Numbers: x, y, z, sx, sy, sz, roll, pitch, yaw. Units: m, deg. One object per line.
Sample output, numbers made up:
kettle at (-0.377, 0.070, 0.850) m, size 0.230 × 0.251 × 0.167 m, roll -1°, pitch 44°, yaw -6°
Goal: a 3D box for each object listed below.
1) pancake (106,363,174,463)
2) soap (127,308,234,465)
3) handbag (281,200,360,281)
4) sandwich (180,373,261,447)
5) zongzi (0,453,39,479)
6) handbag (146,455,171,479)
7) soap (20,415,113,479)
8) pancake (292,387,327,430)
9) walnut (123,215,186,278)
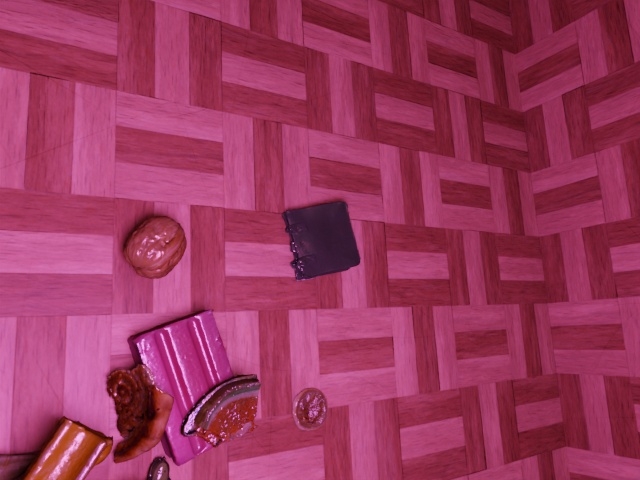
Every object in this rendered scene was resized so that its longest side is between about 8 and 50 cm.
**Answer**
pancake at (-0.461, 0.444, 1.278) m, size 0.056 × 0.213 × 0.257 m, roll -16°, pitch 97°, yaw -66°
soap at (-0.364, 0.398, 1.397) m, size 0.233 × 0.128 × 0.359 m, roll -18°, pitch 90°, yaw -33°
handbag at (0.002, -0.001, 1.749) m, size 0.260 × 0.079 × 0.247 m, roll -11°, pitch 84°, yaw -32°
sandwich at (-0.254, 0.460, 1.329) m, size 0.235 × 0.079 × 0.159 m, roll -14°, pitch 88°, yaw -31°
zongzi at (-0.842, 0.611, 1.035) m, size 0.393 × 0.174 × 0.355 m, roll 25°, pitch 74°, yaw -40°
handbag at (-0.437, 0.639, 1.347) m, size 0.072 × 0.047 × 0.111 m, roll 12°, pitch 76°, yaw -31°
soap at (-0.607, 0.558, 1.138) m, size 0.143 × 0.259 × 0.281 m, roll 31°, pitch 63°, yaw -10°
pancake at (-0.034, 0.554, 1.640) m, size 0.140 × 0.022 × 0.139 m, roll 8°, pitch 75°, yaw -31°
walnut at (-0.456, 0.015, 1.406) m, size 0.155 × 0.155 × 0.184 m, roll 42°, pitch 58°, yaw -19°
